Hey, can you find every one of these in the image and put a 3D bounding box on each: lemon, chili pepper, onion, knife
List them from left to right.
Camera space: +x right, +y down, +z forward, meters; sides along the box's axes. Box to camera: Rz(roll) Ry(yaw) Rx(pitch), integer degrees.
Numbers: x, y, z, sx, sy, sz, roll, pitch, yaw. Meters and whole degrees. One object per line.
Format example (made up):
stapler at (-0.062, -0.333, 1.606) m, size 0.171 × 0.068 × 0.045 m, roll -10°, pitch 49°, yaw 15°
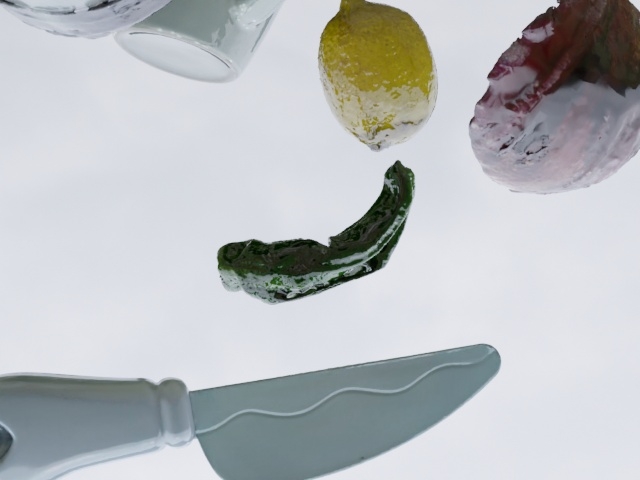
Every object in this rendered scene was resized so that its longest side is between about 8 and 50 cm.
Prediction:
knife at (-0.051, 0.110, 0.723) m, size 0.331 × 0.080 × 0.044 m, roll -3°, pitch -179°, yaw -8°
chili pepper at (0.004, 0.004, 0.994) m, size 0.182 × 0.050 × 0.073 m, roll -24°, pitch -118°, yaw -2°
lemon at (0.039, -0.118, 0.831) m, size 0.082 × 0.110 × 0.082 m, roll -13°, pitch -170°, yaw 2°
onion at (0.341, -0.178, 1.644) m, size 0.280 × 0.314 × 0.146 m, roll 15°, pitch -152°, yaw -50°

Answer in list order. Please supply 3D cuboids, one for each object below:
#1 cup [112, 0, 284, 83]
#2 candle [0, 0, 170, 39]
cup at (-0.080, -0.284, 1.173) m, size 0.258 × 0.234 × 0.186 m, roll 5°, pitch 165°, yaw 41°
candle at (-0.208, -0.293, 0.869) m, size 0.221 × 0.221 × 0.342 m, roll 2°, pitch 169°, yaw 12°
